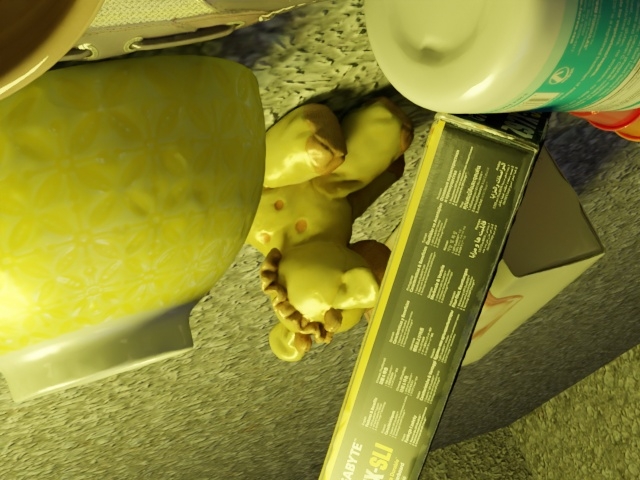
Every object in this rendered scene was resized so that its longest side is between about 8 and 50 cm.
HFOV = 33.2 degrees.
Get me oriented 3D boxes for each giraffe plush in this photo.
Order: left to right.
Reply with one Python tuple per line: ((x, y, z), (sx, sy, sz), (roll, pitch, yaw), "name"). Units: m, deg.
((0.000, 0.000, 0.907), (0.210, 0.170, 0.181), (-19, 160, -16), "giraffe plush")

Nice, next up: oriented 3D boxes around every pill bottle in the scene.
((0.168, -0.160, 0.731), (0.264, 0.146, 0.146), (-7, 154, -41), "pill bottle")

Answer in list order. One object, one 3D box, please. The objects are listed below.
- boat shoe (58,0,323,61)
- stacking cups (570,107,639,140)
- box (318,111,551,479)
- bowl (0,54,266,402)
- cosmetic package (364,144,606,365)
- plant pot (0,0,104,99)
((-0.079, -0.149, 0.555), (0.285, 0.103, 0.092), (-14, 163, -17), "boat shoe")
((0.343, -0.131, 1.079), (0.096, 0.096, 0.316), (-38, 157, 33), "stacking cups")
((0.099, 0.030, 0.859), (0.257, 0.079, 0.322), (-47, 155, -65), "box")
((-0.156, 0.010, 0.670), (0.289, 0.156, 0.289), (-17, 176, -1), "bowl")
((0.165, 0.032, 1.212), (0.129, 0.153, 0.296), (-14, 157, -28), "cosmetic package")
((-0.177, -0.155, 0.344), (0.237, 0.110, 0.237), (-3, 140, -2), "plant pot")
